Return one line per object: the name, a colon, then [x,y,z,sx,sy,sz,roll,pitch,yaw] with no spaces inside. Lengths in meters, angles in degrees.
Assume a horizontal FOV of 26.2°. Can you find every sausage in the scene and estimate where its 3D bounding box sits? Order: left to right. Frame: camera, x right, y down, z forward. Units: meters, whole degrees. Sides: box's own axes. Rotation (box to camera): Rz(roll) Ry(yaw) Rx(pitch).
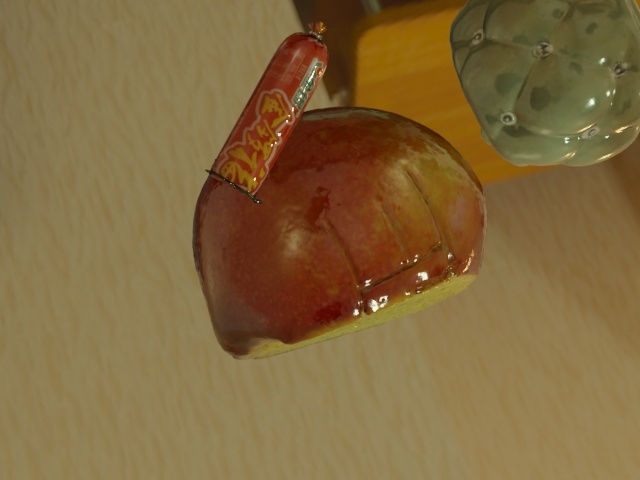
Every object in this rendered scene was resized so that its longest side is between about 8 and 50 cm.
sausage: [-0.031,-0.101,1.039,0.145,0.050,0.048,-61,163,-5]

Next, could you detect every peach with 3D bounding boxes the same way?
peach: [0.000,0.000,1.243,0.274,0.245,0.248,-27,153,-42]

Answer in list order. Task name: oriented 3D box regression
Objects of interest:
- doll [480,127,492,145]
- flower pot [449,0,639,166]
doll: [0.304,-0.187,1.809,0.275,0.113,0.155,-32,131,-56]
flower pot: [0.266,-0.199,1.522,0.195,0.246,0.246,-26,151,20]
